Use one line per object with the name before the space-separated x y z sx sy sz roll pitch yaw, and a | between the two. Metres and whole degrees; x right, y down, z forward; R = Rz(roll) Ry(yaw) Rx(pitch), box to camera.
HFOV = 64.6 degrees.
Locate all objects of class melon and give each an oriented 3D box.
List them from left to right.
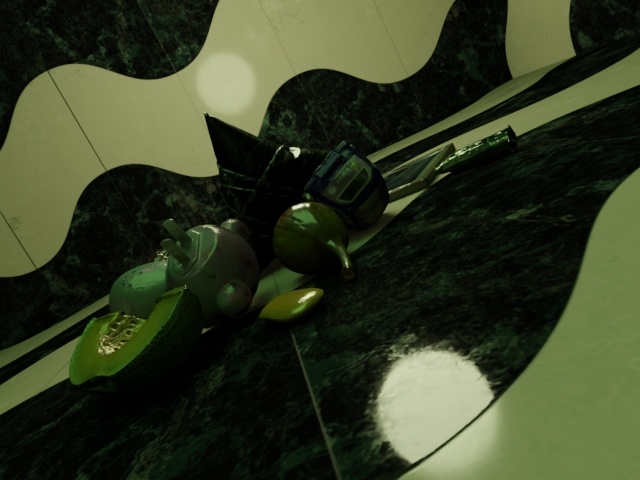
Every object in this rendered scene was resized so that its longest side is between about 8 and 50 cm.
melon | -0.309 0.201 0.870 0.265 0.129 0.169 -18 35 28

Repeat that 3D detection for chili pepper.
chili pepper | 0.383 -0.214 1.288 0.227 0.059 0.088 -22 16 38

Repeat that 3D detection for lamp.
lamp | -0.279 0.075 1.022 0.301 0.247 0.247 -23 40 13

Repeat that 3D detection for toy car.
toy car | 0.078 -0.107 1.222 0.172 0.158 0.235 -50 -29 -5

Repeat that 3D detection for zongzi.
zongzi | -0.180 -0.142 1.297 0.383 0.362 0.319 -56 16 24

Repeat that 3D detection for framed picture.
framed picture | 0.235 -0.183 1.591 0.326 0.028 0.446 -22 12 30

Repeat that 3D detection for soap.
soap | -0.058 0.112 0.862 0.089 0.033 0.168 -32 10 -36

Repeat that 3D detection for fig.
fig | 0.000 0.000 0.979 0.151 0.151 0.259 -30 14 -16

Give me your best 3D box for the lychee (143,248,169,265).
lychee | -0.360 0.102 1.259 0.238 0.200 0.200 -43 3 24
